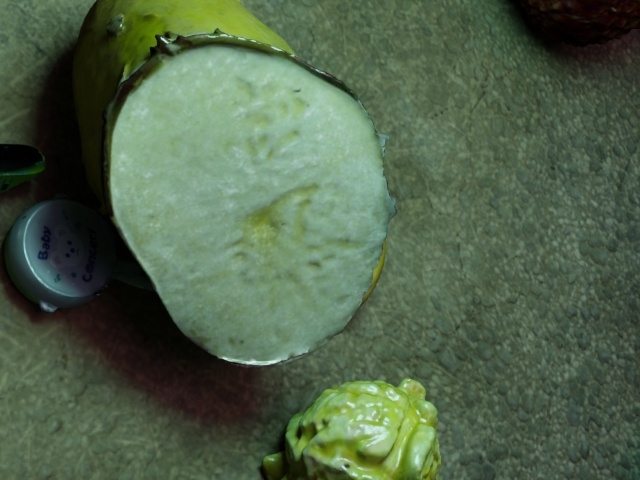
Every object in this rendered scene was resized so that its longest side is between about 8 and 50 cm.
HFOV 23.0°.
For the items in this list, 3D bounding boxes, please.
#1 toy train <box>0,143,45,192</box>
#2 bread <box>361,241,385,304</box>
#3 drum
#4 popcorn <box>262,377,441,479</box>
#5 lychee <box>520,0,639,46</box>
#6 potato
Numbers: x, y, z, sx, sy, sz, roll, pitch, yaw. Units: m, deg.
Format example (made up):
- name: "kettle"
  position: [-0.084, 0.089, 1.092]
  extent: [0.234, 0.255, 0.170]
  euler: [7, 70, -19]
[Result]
- name: "toy train"
  position: [-0.383, -0.070, 1.602]
  extent: [0.209, 0.042, 0.044]
  euler: [-2, 55, -37]
- name: "bread"
  position: [0.001, -0.001, 1.831]
  extent: [0.173, 0.085, 0.134]
  euler: [24, 63, -28]
- name: "drum"
  position: [-0.220, 0.047, 1.677]
  extent: [0.253, 0.049, 0.130]
  euler: [32, 59, -24]
- name: "popcorn"
  position: [0.043, 0.244, 1.734]
  extent: [0.185, 0.187, 0.167]
  euler: [18, 29, -21]
- name: "lychee"
  position: [0.346, -0.390, 2.119]
  extent: [0.264, 0.300, 0.264]
  euler: [-12, 90, -76]
- name: "potato"
  position: [-0.108, -0.106, 1.690]
  extent: [0.290, 0.296, 0.397]
  euler: [-36, 120, 1]
